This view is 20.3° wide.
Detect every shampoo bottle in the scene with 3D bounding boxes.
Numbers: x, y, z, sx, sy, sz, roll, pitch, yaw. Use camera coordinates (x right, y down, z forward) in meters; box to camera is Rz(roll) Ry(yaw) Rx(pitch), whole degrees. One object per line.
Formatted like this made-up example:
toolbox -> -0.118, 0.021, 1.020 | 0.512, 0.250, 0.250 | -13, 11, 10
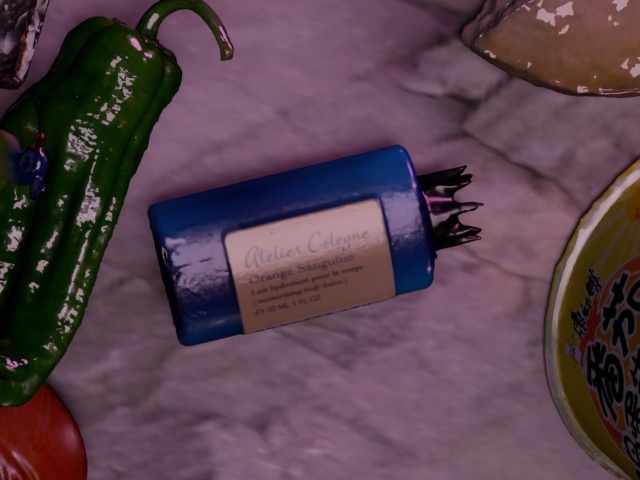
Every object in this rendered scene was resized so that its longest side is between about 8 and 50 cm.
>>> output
shampoo bottle -> 0.000, 0.000, 1.005 | 0.183, 0.050, 0.087 | -14, 109, -5

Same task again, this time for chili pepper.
chili pepper -> -0.138, -0.017, 0.936 | 0.074, 0.100, 0.257 | 23, 88, -35

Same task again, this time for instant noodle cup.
instant noodle cup -> 0.275, 0.076, 1.006 | 0.264, 0.200, 0.264 | -3, 110, -8

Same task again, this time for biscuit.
biscuit -> 0.225, -0.166, 0.993 | 0.290, 0.038, 0.141 | -43, 112, 6

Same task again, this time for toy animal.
toy animal -> -0.215, -0.039, 0.928 | 0.217, 0.075, 0.041 | -9, 151, 33

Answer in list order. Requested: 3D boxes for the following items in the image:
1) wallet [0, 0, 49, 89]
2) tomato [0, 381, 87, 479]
wallet -> -0.244, -0.207, 0.881 | 0.262, 0.071, 0.221 | 14, 102, -19
tomato -> -0.240, 0.145, 0.990 | 0.228, 0.101, 0.228 | -5, 112, -12
